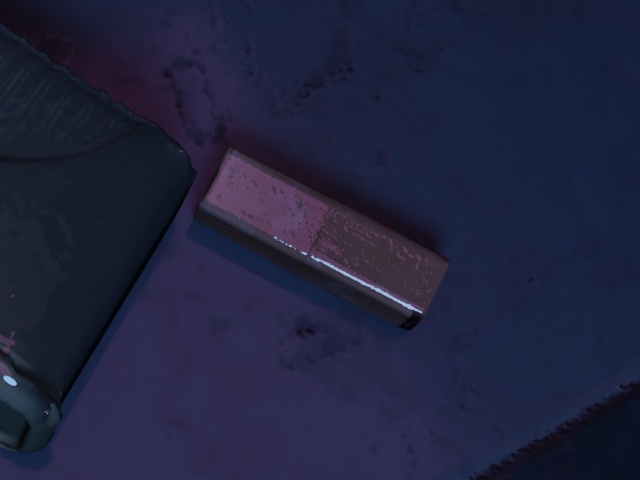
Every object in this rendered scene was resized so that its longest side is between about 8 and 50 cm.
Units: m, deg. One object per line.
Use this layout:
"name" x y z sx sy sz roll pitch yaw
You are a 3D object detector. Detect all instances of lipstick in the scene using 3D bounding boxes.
"lipstick" 0.000 0.000 1.150 0.145 0.045 0.045 27 76 -2

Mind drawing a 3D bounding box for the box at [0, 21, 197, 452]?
"box" -0.218 -0.030 1.084 0.274 0.138 0.178 35 68 -3
